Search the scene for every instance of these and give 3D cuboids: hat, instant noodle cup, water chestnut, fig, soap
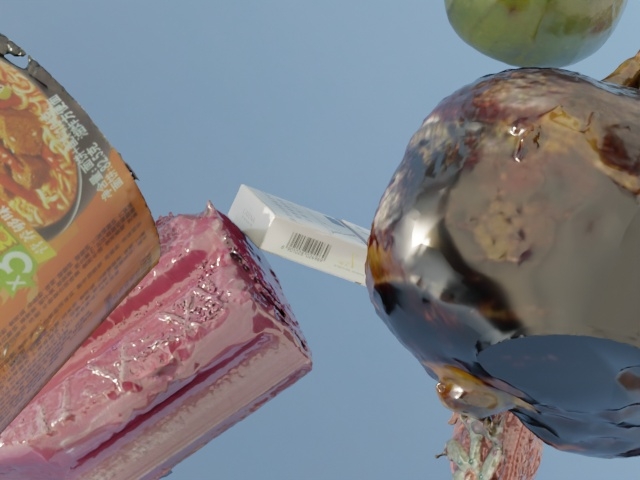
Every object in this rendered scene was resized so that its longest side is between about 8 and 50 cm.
[{"bbox_3d":[0.175,0.229,1.158,0.107,0.236,0.286,22,-117,-1],"label":"hat"},{"bbox_3d":[-0.207,0.004,0.580,0.182,0.230,0.230,-42,-85,-23],"label":"instant noodle cup"},{"bbox_3d":[0.215,-0.013,0.841,0.335,0.335,0.346,29,-111,-22],"label":"water chestnut"},{"bbox_3d":[0.239,-0.290,1.171,0.203,0.225,0.202,3,-111,-9],"label":"fig"},{"bbox_3d":[-0.185,0.107,0.959,0.127,0.325,0.220,54,-176,-42],"label":"soap"}]

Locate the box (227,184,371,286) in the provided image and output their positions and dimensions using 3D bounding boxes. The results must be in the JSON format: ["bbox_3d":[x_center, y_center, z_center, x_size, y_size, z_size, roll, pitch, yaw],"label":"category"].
[{"bbox_3d":[0.000,0.001,1.008,0.154,0.084,0.040,19,-79,-31],"label":"box"}]
